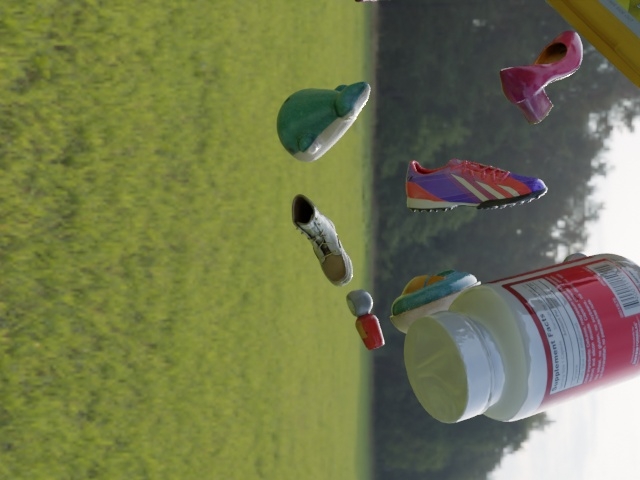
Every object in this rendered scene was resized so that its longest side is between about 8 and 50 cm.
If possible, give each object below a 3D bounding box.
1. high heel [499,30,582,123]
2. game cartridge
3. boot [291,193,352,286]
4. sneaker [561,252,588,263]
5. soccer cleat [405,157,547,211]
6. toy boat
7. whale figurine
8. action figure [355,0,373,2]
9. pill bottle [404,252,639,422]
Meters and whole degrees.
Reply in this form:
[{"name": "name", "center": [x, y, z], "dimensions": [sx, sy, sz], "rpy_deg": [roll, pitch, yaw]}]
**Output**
[{"name": "high heel", "center": [0.386, -0.322, 1.587], "dimensions": [0.117, 0.082, 0.244], "rpy_deg": [50, 59, -26]}, {"name": "game cartridge", "center": [0.548, -0.366, 1.393], "dimensions": [0.323, 0.285, 0.052], "rpy_deg": [55, -12, 31]}, {"name": "boot", "center": [0.000, 0.000, 2.208], "dimensions": [0.165, 0.077, 0.213], "rpy_deg": [48, 19, -55]}, {"name": "sneaker", "center": [0.592, 0.180, 2.178], "dimensions": [0.121, 0.108, 0.302], "rpy_deg": [170, -74, -77]}, {"name": "soccer cleat", "center": [0.340, -0.130, 2.007], "dimensions": [0.109, 0.318, 0.116], "rpy_deg": [-22, 108, -62]}, {"name": "toy boat", "center": [0.203, 0.147, 2.097], "dimensions": [0.267, 0.318, 0.148], "rpy_deg": [-16, 84, -58]}, {"name": "whale figurine", "center": [-0.001, -0.289, 2.035], "dimensions": [0.216, 0.141, 0.272], "rpy_deg": [-57, -164, -28]}, {"name": "action figure", "center": [0.113, -0.589, 1.984], "dimensions": [0.248, 0.370, 0.276], "rpy_deg": [-55, 137, -2]}, {"name": "pill bottle", "center": [0.356, 0.166, 1.499], "dimensions": [0.229, 0.408, 0.228], "rpy_deg": [35, -49, 54]}]
